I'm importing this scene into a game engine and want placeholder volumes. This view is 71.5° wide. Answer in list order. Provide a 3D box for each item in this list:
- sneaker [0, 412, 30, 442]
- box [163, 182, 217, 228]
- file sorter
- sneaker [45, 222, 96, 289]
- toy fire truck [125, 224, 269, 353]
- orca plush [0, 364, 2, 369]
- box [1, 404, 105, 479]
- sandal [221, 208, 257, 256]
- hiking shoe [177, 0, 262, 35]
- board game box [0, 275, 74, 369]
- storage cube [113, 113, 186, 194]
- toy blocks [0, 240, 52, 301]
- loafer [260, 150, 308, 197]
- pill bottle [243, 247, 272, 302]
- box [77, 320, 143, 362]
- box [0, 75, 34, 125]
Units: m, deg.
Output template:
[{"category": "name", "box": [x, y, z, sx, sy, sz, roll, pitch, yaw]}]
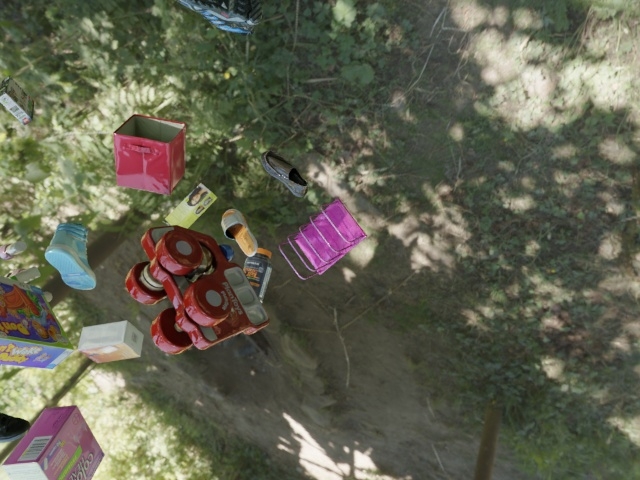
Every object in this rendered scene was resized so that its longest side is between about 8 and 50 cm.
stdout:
[{"category": "sneaker", "box": [-0.667, 0.348, 0.871, 0.170, 0.051, 0.089, 12, 119, -23]}, {"category": "box", "box": [-0.557, -0.133, 1.902, 0.087, 0.232, 0.058, 37, 171, 31]}, {"category": "file sorter", "box": [0.000, 0.000, 1.844, 0.290, 0.182, 0.202, -41, 79, 29]}, {"category": "sneaker", "box": [-0.983, 0.052, 1.807, 0.127, 0.208, 0.319, -1, 145, -7]}, {"category": "toy fire truck", "box": [-0.269, 0.099, 1.020, 0.169, 0.254, 0.302, -39, 76, 28]}, {"category": "orca plush", "box": [-1.157, 0.445, 1.477, 0.287, 0.151, 0.102, -26, 150, 35]}, {"category": "box", "box": [-0.823, 0.689, 1.394, 0.117, 0.213, 0.243, -7, 115, 7]}, {"category": "sandal", "box": [-0.351, -0.042, 1.852, 0.102, 0.076, 0.265, -52, 56, 18]}, {"category": "hiking shoe", "box": [-0.335, -0.704, 1.349, 0.304, 0.113, 0.132, 16, 165, -21]}, {"category": "board game box", "box": [-0.778, 0.178, 1.051, 0.233, 0.078, 0.347, 47, 174, 21]}, {"category": "storage cube", "box": [-0.570, -0.294, 1.511, 0.183, 0.215, 0.193, 10, 123, -5]}, {"category": "toy blocks", "box": [-1.246, 0.201, 1.692, 0.260, 0.288, 0.309, -15, 104, 33]}, {"category": "loafer", "box": [-0.122, -0.258, 1.637, 0.220, 0.080, 0.078, 40, 150, -5]}, {"category": "pill bottle", "box": [-0.301, 0.160, 2.070, 0.130, 0.246, 0.130, 12, 161, 4]}, {"category": "box", "box": [-0.756, 0.369, 1.612, 0.170, 0.091, 0.130, -10, 144, 4]}, {"category": "box", "box": [-1.075, -0.497, 1.575, 0.207, 0.036, 0.114, 51, 173, 46]}]
